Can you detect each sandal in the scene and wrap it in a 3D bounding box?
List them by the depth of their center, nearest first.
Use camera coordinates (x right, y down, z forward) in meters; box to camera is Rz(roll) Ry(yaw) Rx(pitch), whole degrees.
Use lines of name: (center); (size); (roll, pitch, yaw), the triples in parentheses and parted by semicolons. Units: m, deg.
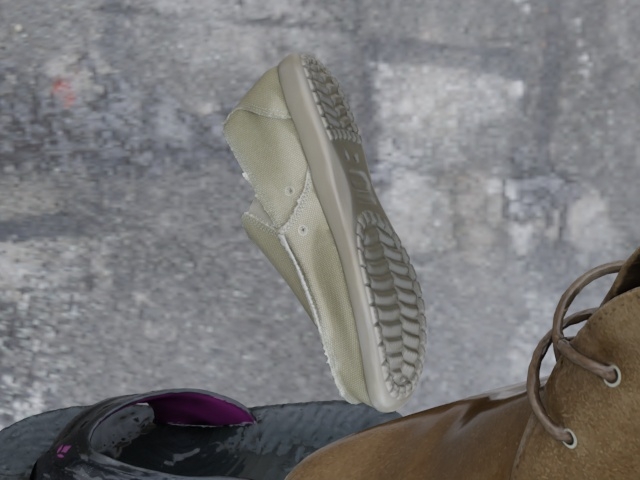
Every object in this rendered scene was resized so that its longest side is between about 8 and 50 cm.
sandal: (-0.122, 0.193, 1.299); (0.445, 0.168, 0.107); (-5, 135, -14)

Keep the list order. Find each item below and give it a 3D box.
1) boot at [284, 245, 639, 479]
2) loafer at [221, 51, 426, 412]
boot: (0.091, 0.045, 0.402); (0.115, 0.305, 0.112); (53, 41, -24)
loafer: (0.000, 0.000, 1.019); (0.102, 0.092, 0.269); (14, 57, -60)
